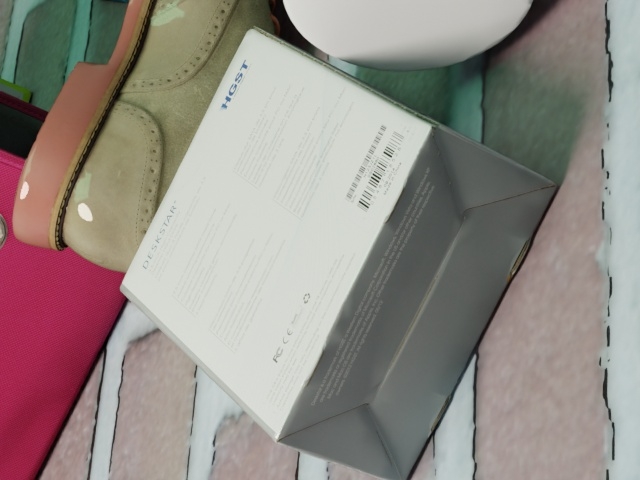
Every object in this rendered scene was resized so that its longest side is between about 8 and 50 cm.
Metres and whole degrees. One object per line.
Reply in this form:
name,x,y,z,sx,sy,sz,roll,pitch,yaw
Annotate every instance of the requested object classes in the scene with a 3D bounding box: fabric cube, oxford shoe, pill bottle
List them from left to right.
fabric cube,-0.308,0.015,1.337,0.258,0.254,0.259,-63,32,6
oxford shoe,-0.068,-0.123,1.229,0.123,0.130,0.348,94,-160,-68
pill bottle,0.041,-0.246,1.065,0.161,0.161,0.283,-37,42,40

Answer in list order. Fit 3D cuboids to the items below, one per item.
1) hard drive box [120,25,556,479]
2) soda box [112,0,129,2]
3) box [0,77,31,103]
hard drive box,0.000,0.000,1.038,0.181,0.089,0.232,-63,32,6
soda box,-0.153,-0.297,1.484,0.071,0.067,0.210,16,83,59
box,-0.317,-0.067,1.608,0.178,0.042,0.109,-16,57,51
